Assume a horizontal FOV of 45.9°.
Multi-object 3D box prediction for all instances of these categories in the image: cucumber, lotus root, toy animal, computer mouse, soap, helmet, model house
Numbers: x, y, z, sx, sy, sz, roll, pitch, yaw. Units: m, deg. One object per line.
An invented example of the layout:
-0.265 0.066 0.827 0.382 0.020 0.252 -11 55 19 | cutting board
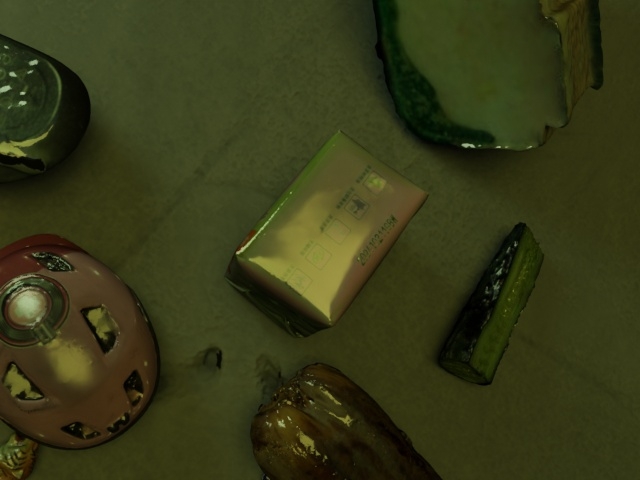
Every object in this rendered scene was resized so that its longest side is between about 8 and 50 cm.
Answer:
0.224 0.080 0.993 0.078 0.062 0.211 44 65 -37 | cucumber
0.063 0.294 0.885 0.329 0.078 0.167 45 75 -13 | lotus root
-0.419 0.284 0.817 0.241 0.057 0.099 -44 92 -16 | toy animal
-0.449 -0.167 0.856 0.374 0.114 0.203 18 71 -5 | computer mouse
0.000 0.000 0.891 0.138 0.182 0.199 39 74 -3 | soap
-0.290 0.110 0.830 0.198 0.154 0.253 -37 94 -14 | helmet
0.245 -0.302 0.980 0.284 0.243 0.298 -39 125 -38 | model house

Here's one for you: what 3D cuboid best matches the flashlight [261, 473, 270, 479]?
-0.009 0.276 0.917 0.121 0.035 0.057 -32 87 -15 | flashlight
